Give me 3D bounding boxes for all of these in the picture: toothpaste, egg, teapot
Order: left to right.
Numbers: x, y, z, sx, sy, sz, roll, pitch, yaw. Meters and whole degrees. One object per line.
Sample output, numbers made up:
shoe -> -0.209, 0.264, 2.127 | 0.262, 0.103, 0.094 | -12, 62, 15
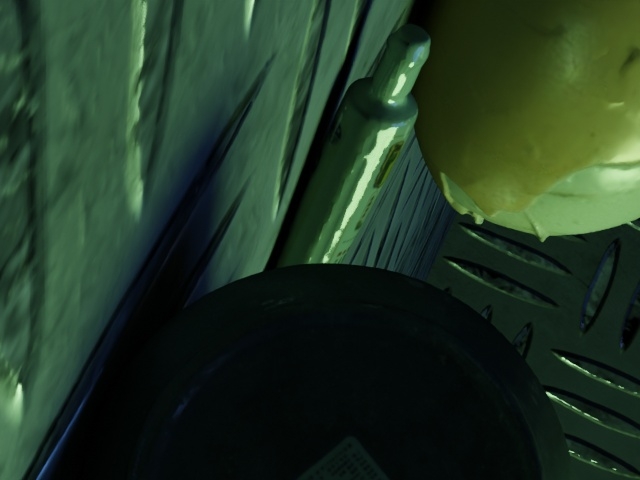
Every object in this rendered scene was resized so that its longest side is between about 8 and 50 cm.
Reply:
teapot -> -0.017, 0.113, 0.670 | 0.203, 0.171, 0.225 | -33, 175, -9
toothpaste -> 0.000, 0.000, 0.871 | 0.067, 0.037, 0.255 | -68, -179, -56
egg -> 0.157, -0.121, 1.027 | 0.201, 0.201, 0.244 | -54, 154, -64
